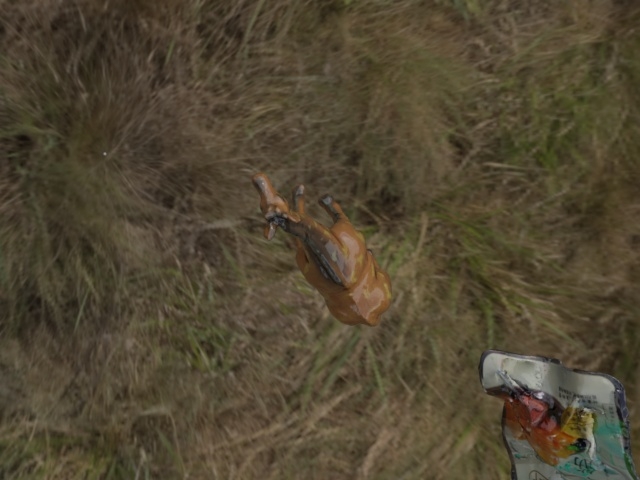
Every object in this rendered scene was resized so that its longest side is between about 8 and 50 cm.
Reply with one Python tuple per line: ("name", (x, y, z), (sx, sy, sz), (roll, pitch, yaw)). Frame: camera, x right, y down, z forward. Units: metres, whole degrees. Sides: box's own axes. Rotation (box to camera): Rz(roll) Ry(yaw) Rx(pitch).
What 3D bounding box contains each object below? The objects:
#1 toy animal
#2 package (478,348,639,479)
("toy animal", (0.000, 0.000, 0.985), (0.066, 0.230, 0.224), (-28, 114, 10))
("package", (0.242, 0.206, 1.098), (0.040, 0.166, 0.232), (-43, 129, -35))
